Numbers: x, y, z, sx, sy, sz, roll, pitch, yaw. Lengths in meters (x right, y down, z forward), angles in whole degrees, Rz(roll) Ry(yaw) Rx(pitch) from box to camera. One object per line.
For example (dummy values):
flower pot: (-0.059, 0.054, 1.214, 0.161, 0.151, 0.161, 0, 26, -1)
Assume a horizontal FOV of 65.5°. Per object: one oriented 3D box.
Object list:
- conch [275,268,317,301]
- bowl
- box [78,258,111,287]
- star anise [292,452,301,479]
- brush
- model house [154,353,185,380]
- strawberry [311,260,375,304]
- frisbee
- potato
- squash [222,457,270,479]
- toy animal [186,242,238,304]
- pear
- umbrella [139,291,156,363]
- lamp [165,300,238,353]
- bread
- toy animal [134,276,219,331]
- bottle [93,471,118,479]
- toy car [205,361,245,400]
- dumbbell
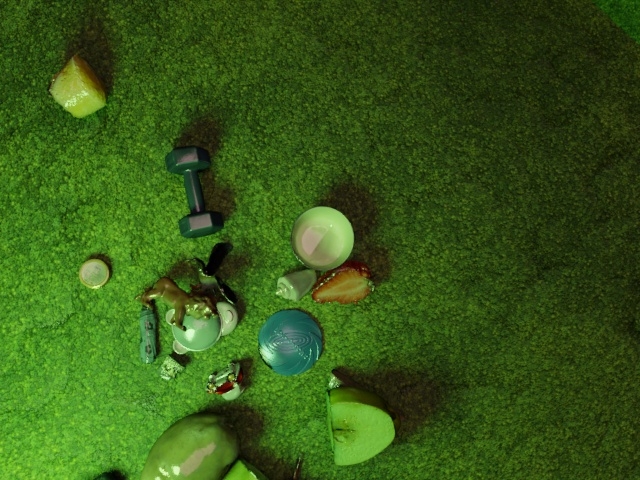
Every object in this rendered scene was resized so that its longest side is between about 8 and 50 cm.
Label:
conch: (-0.089, 0.163, 1.850, 0.176, 0.094, 0.104, -24, 72, -39)
bowl: (0.000, 0.000, 1.849, 0.237, 0.126, 0.238, 1, 82, -8)
box: (-0.794, 0.117, 1.755, 0.105, 0.037, 0.106, 1, 81, -9)
star anise: (-0.090, 0.860, 1.761, 0.158, 0.144, 0.141, 26, 124, 2)
brush: (0.164, 0.585, 1.832, 0.327, 0.070, 0.065, 31, 97, -5)
model house: (-0.525, 0.451, 1.737, 0.078, 0.066, 0.083, 38, 80, 0)
strawberry: (0.083, 0.146, 1.861, 0.235, 0.107, 0.175, 7, 116, -11)
frisbee: (-0.109, 0.374, 1.825, 0.241, 0.045, 0.242, 1, 81, -8)
potato: (-0.422, 0.709, 1.633, 0.243, 0.221, 0.326, 27, 67, 41)
squash: (-0.290, 0.879, 1.655, 0.189, 0.189, 0.260, 42, 74, -1)
toy animal: (-0.397, 0.132, 1.736, 0.197, 0.273, 0.160, 20, 118, -39)
pear: (0.145, 0.618, 1.733, 0.292, 0.159, 0.293, 1, 110, 2)
umbrella: (-0.608, 0.306, 1.749, 0.053, 0.052, 0.251, -14, 76, 24)
lamp: (-0.410, 0.293, 1.756, 0.245, 0.108, 0.180, -15, 89, -11)
bread: (-0.856, -0.542, 1.765, 0.170, 0.197, 0.197, -35, 89, -5)
toy animal: (-0.484, 0.203, 1.688, 0.312, 0.097, 0.158, 29, 69, 17)
bottle: (-0.768, 0.872, 1.605, 0.271, 0.143, 0.156, -50, 117, -9)
toy car: (-0.324, 0.508, 1.749, 0.139, 0.112, 0.112, -28, 103, -2)
dumbbell: (-0.454, -0.174, 1.794, 0.159, 0.144, 0.325, -12, 85, -8)
